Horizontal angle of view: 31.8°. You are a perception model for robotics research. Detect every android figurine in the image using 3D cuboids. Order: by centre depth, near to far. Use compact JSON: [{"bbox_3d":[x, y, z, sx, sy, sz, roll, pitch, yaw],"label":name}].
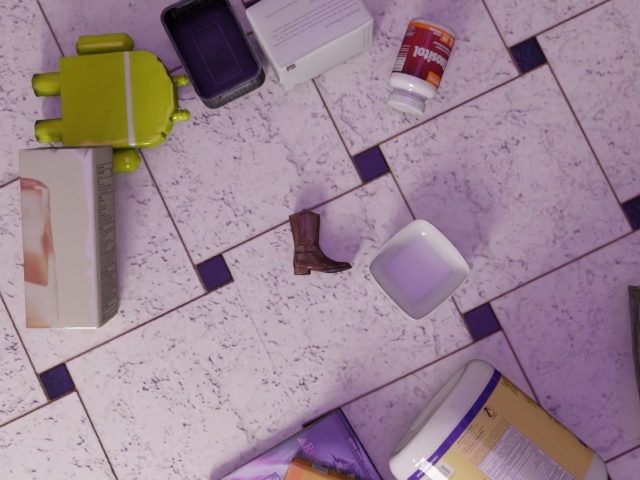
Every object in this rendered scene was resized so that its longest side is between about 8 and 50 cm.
[{"bbox_3d":[-0.363,-0.241,1.958,0.272,0.056,0.248,-6,85,3],"label":"android figurine"}]

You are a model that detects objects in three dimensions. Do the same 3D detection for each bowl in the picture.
[{"bbox_3d":[0.167,0.049,1.915,0.142,0.053,0.142,-42,85,0],"label":"bowl"}]

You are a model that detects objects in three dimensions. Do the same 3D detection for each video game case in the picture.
[{"bbox_3d":[-0.034,0.438,1.911,0.274,0.026,0.196,-31,85,1],"label":"video game case"}]

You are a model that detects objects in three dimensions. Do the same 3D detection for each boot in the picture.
[{"bbox_3d":[0.000,0.000,1.938,0.106,0.037,0.114,-3,81,0],"label":"boot"}]

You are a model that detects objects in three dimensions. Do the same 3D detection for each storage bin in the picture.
[{"bbox_3d":[-0.185,-0.333,1.943,0.122,0.084,0.180,-26,84,1],"label":"storage bin"}]

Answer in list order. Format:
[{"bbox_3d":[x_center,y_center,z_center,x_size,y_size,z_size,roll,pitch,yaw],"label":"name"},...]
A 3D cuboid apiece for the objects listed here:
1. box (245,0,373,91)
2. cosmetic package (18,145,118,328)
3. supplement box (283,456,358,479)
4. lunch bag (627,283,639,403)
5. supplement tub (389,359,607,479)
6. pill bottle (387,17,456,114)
[{"bbox_3d":[-0.015,-0.356,1.888,0.181,0.181,0.119,-28,86,0],"label":"box"},{"bbox_3d":[-0.418,-0.009,1.873,0.129,0.153,0.296,0,95,3],"label":"cosmetic package"},{"bbox_3d":[0.049,0.437,1.858,0.233,0.080,0.078,21,88,5],"label":"supplement box"},{"bbox_3d":[0.640,0.204,1.827,0.235,0.169,0.287,-3,81,2],"label":"lunch bag"},{"bbox_3d":[0.302,0.377,1.792,0.331,0.241,0.241,40,88,4],"label":"supplement tub"},{"bbox_3d":[0.170,-0.297,1.924,0.086,0.086,0.152,19,87,4],"label":"pill bottle"}]
